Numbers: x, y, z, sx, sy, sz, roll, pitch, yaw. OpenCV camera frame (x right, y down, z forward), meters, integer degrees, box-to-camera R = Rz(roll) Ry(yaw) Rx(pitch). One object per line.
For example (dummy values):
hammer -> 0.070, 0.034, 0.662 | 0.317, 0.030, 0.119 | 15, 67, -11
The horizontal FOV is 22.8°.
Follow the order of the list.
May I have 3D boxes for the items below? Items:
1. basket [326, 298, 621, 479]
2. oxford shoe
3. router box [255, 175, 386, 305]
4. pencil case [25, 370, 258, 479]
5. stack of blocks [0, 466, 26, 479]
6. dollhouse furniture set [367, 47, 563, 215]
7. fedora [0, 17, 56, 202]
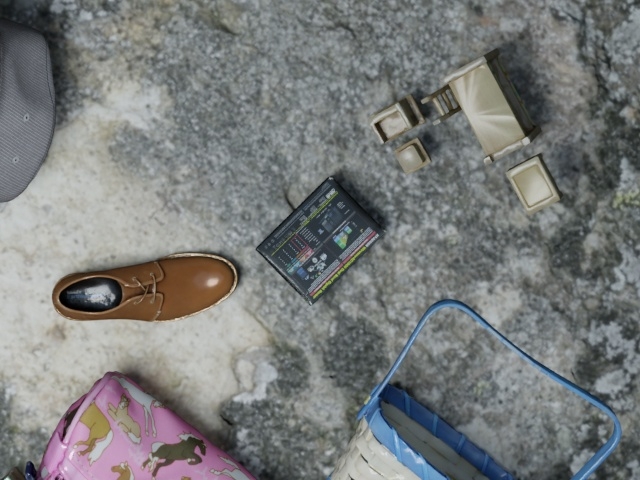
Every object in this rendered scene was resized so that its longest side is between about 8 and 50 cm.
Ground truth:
basket -> 0.155, 0.241, 1.743 | 0.254, 0.201, 0.289 | 35, 97, -4
oxford shoe -> -0.195, 0.058, 1.774 | 0.212, 0.076, 0.076 | -10, 89, -7
router box -> 0.000, 0.000, 1.809 | 0.122, 0.038, 0.092 | -44, 94, -3
pencil case -> -0.131, 0.313, 1.733 | 0.386, 0.160, 0.167 | 38, 72, -6
stack of blocks -> -0.420, 0.387, 1.746 | 0.297, 0.087, 0.171 | -43, 94, -4
dollhouse furniture set -> 0.169, -0.101, 1.817 | 0.161, 0.101, 0.182 | -27, 94, 20
fedora -> -0.364, -0.148, 1.703 | 0.124, 0.243, 0.276 | 6, 96, -34
